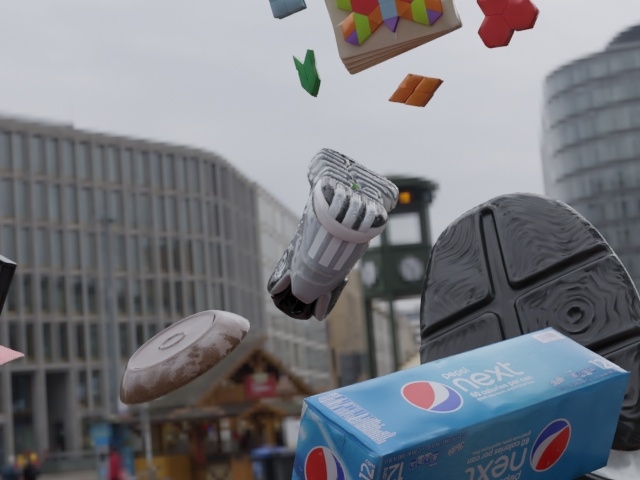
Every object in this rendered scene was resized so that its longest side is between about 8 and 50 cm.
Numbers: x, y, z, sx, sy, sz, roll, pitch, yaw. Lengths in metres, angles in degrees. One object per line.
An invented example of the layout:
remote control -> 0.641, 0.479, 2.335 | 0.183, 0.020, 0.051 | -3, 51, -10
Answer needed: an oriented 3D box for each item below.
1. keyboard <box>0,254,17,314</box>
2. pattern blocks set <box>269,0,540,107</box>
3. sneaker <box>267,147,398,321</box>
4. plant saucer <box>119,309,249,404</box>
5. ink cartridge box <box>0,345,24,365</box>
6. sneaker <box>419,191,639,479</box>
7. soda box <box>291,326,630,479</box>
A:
keyboard -> -0.299, -0.004, 0.968 | 0.180, 0.108, 0.023 | 26, 22, 16
pattern blocks set -> 0.090, -0.310, 1.715 | 0.325, 0.285, 0.026 | -30, -10, 24
sneaker -> 0.000, 0.000, 1.163 | 0.086, 0.132, 0.228 | 29, 13, 0
plant saucer -> -0.188, 0.145, 1.767 | 0.199, 0.036, 0.198 | -28, 14, 7
ink cartridge box -> -0.475, 0.070, 1.354 | 0.296, 0.066, 0.261 | 19, 11, 8
sneaker -> 0.214, 0.191, 1.003 | 0.169, 0.447, 0.257 | -25, -32, 10
soda box -> 0.085, 0.113, 0.778 | 0.210, 0.071, 0.067 | -10, 29, -39
